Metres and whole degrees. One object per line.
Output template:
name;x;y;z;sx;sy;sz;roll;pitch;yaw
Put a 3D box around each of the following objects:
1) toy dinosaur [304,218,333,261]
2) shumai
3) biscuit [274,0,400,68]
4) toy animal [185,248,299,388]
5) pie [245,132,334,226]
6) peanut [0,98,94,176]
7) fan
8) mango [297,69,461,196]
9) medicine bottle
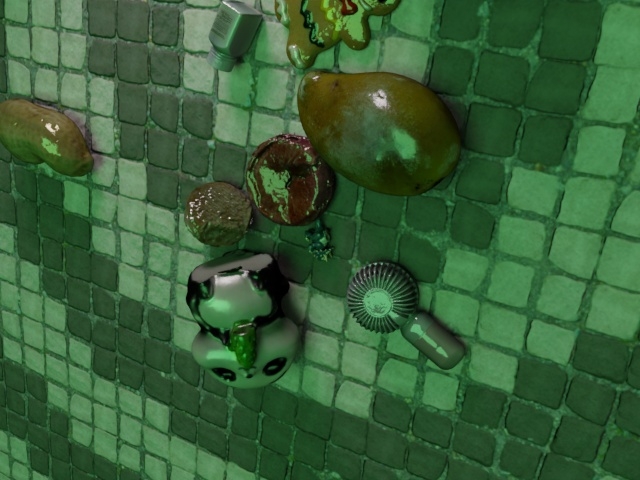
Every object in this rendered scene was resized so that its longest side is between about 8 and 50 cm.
toy dinosaur;0.000;0.000;1.265;0.047;0.030;0.083;-9;102;29
shumai;-0.210;-0.042;1.322;0.145;0.145;0.116;47;145;7
biscuit;0.028;-0.392;1.125;0.240;0.035;0.158;-17;99;31
toy animal;-0.152;0.163;1.294;0.213;0.213;0.266;-6;99;29
pie;-0.058;-0.111;1.250;0.183;0.050;0.182;6;103;25
peanut;-0.609;-0.226;1.467;0.253;0.122;0.137;22;124;16
fan;0.156;0.142;1.209;0.244;0.074;0.130;41;109;5
mango;0.083;-0.187;1.098;0.316;0.146;0.192;29;110;24
medicine bottle;-0.162;-0.370;1.207;0.055;0.074;0.118;37;120;13
